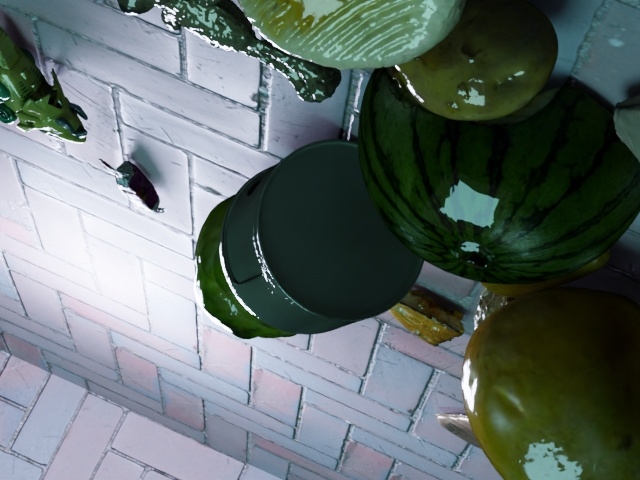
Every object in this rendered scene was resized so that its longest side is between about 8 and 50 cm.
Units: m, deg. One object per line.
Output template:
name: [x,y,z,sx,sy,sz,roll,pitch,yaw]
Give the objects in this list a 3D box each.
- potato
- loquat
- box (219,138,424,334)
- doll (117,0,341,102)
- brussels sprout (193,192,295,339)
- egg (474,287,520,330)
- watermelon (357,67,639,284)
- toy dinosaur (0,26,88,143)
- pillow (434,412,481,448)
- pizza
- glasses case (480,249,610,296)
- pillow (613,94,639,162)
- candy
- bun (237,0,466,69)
potato: [0.143,-0.178,1.428,0.176,0.137,0.137,41,171,34]
loquat: [0.303,0.195,1.852,0.276,0.284,0.276,-14,169,-3]
box: [0.000,0.000,1.900,0.226,0.226,0.149,32,158,-15]
doll: [-0.119,-0.242,1.680,0.202,0.091,0.286,24,173,40]
brussels sprout: [-0.062,0.040,2.113,0.219,0.210,0.271,-11,156,24]
egg: [0.263,0.119,2.041,0.118,0.116,0.140,34,146,55]
watermelon: [0.176,-0.049,1.654,0.330,0.189,0.331,28,158,12]
toy dinosaur: [-0.421,-0.226,2.058,0.153,0.094,0.259,9,146,37]
pillow: [0.296,0.333,2.639,0.135,0.034,0.211,32,160,-26]
pizza: [0.159,0.110,2.246,0.131,0.041,0.178,6,152,48]
glasses case: [0.269,0.026,1.883,0.079,0.064,0.234,25,160,-17]
pillow: [0.400,-0.060,1.515,0.173,0.067,0.270,13,156,46]
candy: [-0.280,-0.083,2.298,0.045,0.043,0.175,14,160,26]
bun: [0.029,-0.271,1.318,0.243,0.153,0.244,10,140,9]
